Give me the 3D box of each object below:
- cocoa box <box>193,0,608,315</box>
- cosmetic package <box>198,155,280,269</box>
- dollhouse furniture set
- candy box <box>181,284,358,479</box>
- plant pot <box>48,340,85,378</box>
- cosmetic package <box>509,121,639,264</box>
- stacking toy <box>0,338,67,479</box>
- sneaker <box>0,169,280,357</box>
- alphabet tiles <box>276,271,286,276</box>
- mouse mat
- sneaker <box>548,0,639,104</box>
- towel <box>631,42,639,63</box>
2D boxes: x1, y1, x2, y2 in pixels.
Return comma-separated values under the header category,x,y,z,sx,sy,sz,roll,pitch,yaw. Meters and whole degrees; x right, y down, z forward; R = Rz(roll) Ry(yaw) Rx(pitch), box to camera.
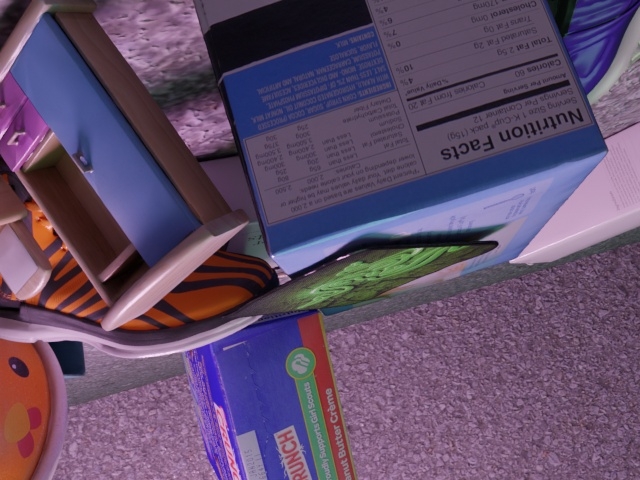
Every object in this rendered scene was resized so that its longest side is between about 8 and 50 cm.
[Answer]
category,x,y,z,sx,sy,sz,roll,pitch,yaw
cocoa box,0.060,-0.085,0.603,0.231,0.228,0.347,-17,166,3
cosmetic package,-0.155,-0.011,0.921,0.377,0.098,0.284,-13,168,-18
dollhouse furniture set,-0.251,0.006,0.407,0.286,0.198,0.303,-38,175,32
candy box,-0.076,0.182,0.791,0.122,0.268,0.317,-14,-168,-17
plant pot,-0.482,0.129,0.947,0.234,0.166,0.166,-13,167,6
cosmetic package,0.540,-0.086,1.321,0.365,0.155,0.197,-27,162,37
stacking toy,-0.459,0.106,0.584,0.350,0.351,0.480,-15,145,-8
sneaker,-0.202,0.001,0.626,0.321,0.180,0.125,-2,-156,14
alphabet tiles,-0.102,0.064,1.178,0.198,0.009,0.237,-10,177,19
mouse mat,0.027,0.033,0.539,0.152,0.007,0.189,-2,162,-38
sneaker,0.199,-0.212,0.533,0.146,0.102,0.293,5,147,-17
towel,0.326,-0.253,0.668,0.247,0.038,0.325,-7,163,-32
